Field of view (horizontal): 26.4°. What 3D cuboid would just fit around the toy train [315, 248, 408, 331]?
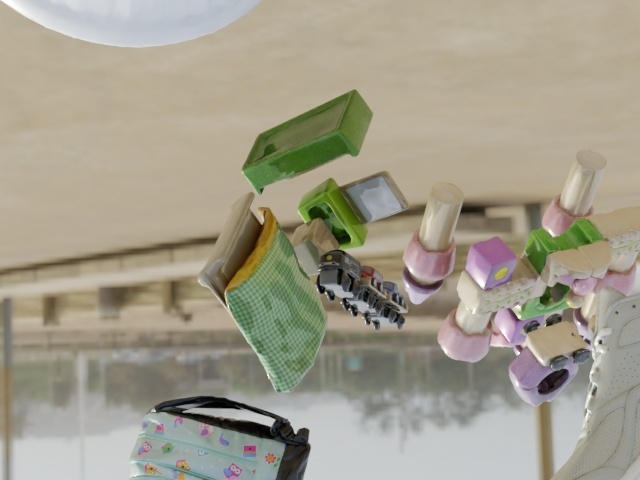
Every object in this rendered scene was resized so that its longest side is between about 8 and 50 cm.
[{"bbox_3d":[0.031,0.036,0.992,0.027,0.036,0.158,-5,163,19],"label":"toy train"}]

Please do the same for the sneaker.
[{"bbox_3d":[0.238,0.104,1.053,0.121,0.262,0.099,42,171,4],"label":"sneaker"}]

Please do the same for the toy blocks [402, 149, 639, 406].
[{"bbox_3d":[0.278,0.094,1.695,0.288,0.309,0.260,-13,138,-25],"label":"toy blocks"}]

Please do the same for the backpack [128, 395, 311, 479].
[{"bbox_3d":[-0.107,0.234,1.420,0.182,0.115,0.152,14,155,0],"label":"backpack"}]

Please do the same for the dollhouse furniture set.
[{"bbox_3d":[0.000,0.000,1.603,0.151,0.197,0.301,-20,-151,28],"label":"dollhouse furniture set"}]

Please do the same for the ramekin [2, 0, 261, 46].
[{"bbox_3d":[-0.135,-0.291,0.976,0.277,0.277,0.135,-1,160,-14],"label":"ramekin"}]
